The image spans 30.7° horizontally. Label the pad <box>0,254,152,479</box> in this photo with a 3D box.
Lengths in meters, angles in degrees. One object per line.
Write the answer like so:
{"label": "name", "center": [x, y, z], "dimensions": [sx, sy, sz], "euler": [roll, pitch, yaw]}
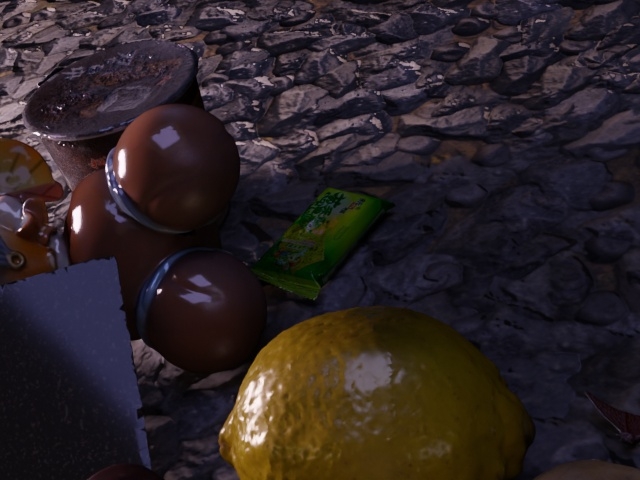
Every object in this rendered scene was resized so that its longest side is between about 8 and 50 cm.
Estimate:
{"label": "pad", "center": [-0.265, 0.185, 1.061], "dimensions": [0.220, 0.004, 0.330], "euler": [-15, 65, 3]}

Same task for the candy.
{"label": "candy", "center": [0.000, -0.001, 1.327], "dimensions": [0.102, 0.032, 0.178], "euler": [12, 44, 35]}

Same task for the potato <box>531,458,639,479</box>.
{"label": "potato", "center": [0.194, 0.220, 0.875], "dimensions": [0.147, 0.112, 0.112], "euler": [-18, 34, -13]}

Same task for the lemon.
{"label": "lemon", "center": [0.042, 0.155, 0.944], "dimensions": [0.260, 0.204, 0.204], "euler": [-3, 37, 17]}

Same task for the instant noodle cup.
{"label": "instant noodle cup", "center": [-0.221, -0.103, 1.412], "dimensions": [0.218, 0.207, 0.217], "euler": [-12, 35, 9]}

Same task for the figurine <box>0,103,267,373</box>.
{"label": "figurine", "center": [-0.265, 0.017, 1.230], "dimensions": [0.388, 0.276, 0.248], "euler": [-10, 6, -5]}

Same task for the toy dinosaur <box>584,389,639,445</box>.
{"label": "toy dinosaur", "center": [0.322, 0.158, 0.970], "dimensions": [0.220, 0.032, 0.108], "euler": [15, 43, 35]}

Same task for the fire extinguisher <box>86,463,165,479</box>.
{"label": "fire extinguisher", "center": [-0.058, 0.289, 0.859], "dimensions": [0.114, 0.135, 0.337], "euler": [-34, 37, -32]}
